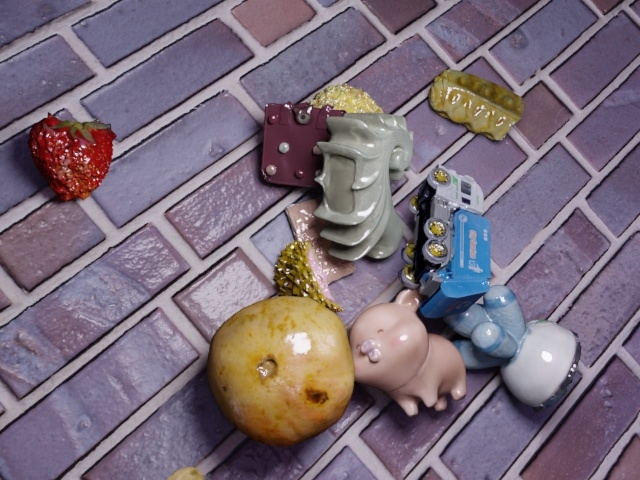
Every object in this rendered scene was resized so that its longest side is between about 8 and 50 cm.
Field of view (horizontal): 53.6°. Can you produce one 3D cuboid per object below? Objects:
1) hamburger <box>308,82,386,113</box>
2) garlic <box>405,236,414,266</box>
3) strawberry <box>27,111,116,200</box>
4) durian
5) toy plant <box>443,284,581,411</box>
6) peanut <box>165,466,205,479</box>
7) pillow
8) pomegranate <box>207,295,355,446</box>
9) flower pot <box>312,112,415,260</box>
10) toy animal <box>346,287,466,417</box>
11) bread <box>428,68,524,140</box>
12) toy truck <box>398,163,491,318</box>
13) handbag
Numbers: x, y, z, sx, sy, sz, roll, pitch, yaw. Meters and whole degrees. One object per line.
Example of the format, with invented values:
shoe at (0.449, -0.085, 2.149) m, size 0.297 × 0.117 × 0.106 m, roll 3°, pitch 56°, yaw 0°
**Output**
hamburger at (0.076, -0.312, 1.703) m, size 0.261 × 0.139 × 0.243 m, roll -24°, pitch 80°, yaw -20°
garlic at (0.328, 0.034, 1.654) m, size 0.191 × 0.160 × 0.214 m, roll 36°, pitch 67°, yaw -3°
strawberry at (-0.577, -0.191, 1.472) m, size 0.184 × 0.187 × 0.202 m, roll 12°, pitch 104°, yaw 19°
durian at (-0.034, 0.099, 1.554) m, size 0.132 × 0.165 × 0.183 m, roll -21°, pitch 110°, yaw -43°
toy plant at (0.450, 0.249, 1.594) m, size 0.332 × 0.247 × 0.247 m, roll 30°, pitch 67°, yaw -1°
peanut at (-0.252, 0.628, 1.316) m, size 0.146 × 0.147 × 0.306 m, roll -5°, pitch 73°, yaw -17°
pillow at (0.000, 0.000, 1.637) m, size 0.126 × 0.043 × 0.233 m, roll -19°, pitch 82°, yaw -15°
pomegranate at (-0.075, 0.274, 1.393) m, size 0.342 × 0.342 × 0.343 m, roll 5°, pitch 72°, yaw -15°
flower pot at (0.108, -0.125, 1.546) m, size 0.254 × 0.164 × 0.368 m, roll -13°, pitch 112°, yaw -49°
toy animal at (0.207, 0.274, 1.500) m, size 0.326 × 0.237 × 0.269 m, roll 17°, pitch 40°, yaw -49°
bread at (0.444, -0.401, 1.844) m, size 0.267 × 0.130 × 0.152 m, roll 23°, pitch 73°, yaw -7°
toy truck at (0.294, 0.003, 1.486) m, size 0.175 × 0.146 × 0.367 m, roll 17°, pitch 56°, yaw -11°
handbag at (-0.043, -0.241, 1.597) m, size 0.203 × 0.074 × 0.216 m, roll 7°, pitch 109°, yaw 6°
